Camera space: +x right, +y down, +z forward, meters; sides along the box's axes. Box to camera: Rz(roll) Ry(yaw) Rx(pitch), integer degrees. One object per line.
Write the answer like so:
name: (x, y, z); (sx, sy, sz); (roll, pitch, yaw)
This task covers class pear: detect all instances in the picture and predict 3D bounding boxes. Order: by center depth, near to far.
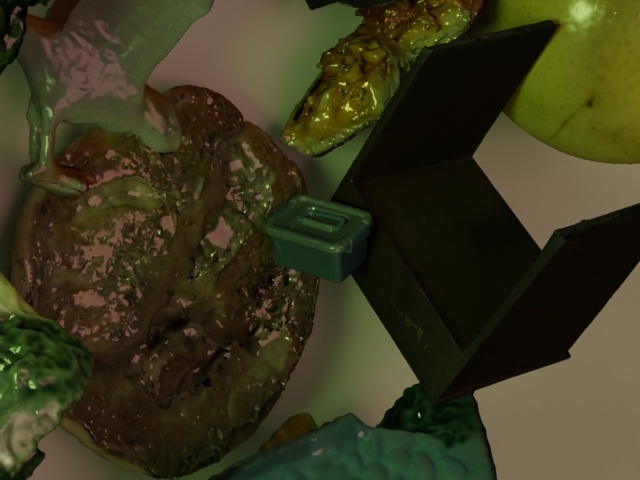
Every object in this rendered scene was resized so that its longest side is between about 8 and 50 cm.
pear: (0.324, -0.251, 1.813); (0.348, 0.348, 0.348); (-9, 105, -38)

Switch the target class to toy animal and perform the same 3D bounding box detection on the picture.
toy animal: (-0.247, -0.186, 1.455); (0.284, 0.225, 0.302); (3, 94, -22)

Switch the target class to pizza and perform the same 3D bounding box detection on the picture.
pizza: (0.067, -0.209, 1.705); (0.305, 0.161, 0.085); (-46, 109, -4)

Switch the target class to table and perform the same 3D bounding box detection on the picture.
table: (0.178, -0.030, 1.655); (0.196, 0.250, 0.282); (-14, 149, -35)

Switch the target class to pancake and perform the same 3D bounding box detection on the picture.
pancake: (-0.147, 0.041, 1.633); (0.387, 0.082, 0.387); (-3, 95, -43)

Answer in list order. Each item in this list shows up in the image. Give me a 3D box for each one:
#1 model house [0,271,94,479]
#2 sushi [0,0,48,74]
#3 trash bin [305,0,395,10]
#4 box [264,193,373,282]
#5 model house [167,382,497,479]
model house: (-0.386, 0.099, 1.338); (0.321, 0.261, 0.266); (-51, 124, -28)
sushi: (-0.404, -0.186, 1.196); (0.352, 0.178, 0.294); (31, 84, -36)
trash bin: (0.028, -0.406, 1.612); (0.252, 0.203, 0.301); (-29, 121, 5)
box: (0.000, 0.000, 1.667); (0.074, 0.099, 0.054); (-44, 140, -41)
model house: (-0.031, 0.331, 1.679); (0.339, 0.297, 0.360); (6, 136, -19)
